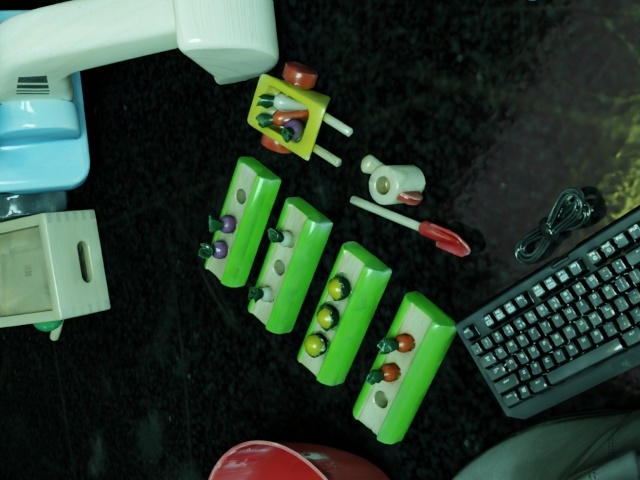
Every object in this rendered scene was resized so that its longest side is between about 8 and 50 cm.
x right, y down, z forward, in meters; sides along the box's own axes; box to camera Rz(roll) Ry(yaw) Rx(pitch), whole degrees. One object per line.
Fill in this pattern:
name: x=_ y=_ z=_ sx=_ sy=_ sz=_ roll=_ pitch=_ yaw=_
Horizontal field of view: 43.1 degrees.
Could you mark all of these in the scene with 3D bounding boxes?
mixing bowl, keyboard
mixing bowl: x=0.006 y=0.224 z=0.593 sx=0.181 sy=0.098 sz=0.181 roll=7 pitch=101 yaw=45
keyboard: x=0.154 y=0.028 z=0.479 sx=0.180 sy=0.023 sz=0.108 roll=-40 pitch=67 yaw=39

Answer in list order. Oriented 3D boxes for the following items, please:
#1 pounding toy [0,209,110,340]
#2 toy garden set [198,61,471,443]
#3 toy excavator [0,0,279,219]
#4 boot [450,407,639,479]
pounding toy: x=-0.297 y=0.045 z=0.889 sx=0.130 sy=0.100 sz=0.141 roll=-9 pitch=91 yaw=31
toy garden set: x=0.000 y=0.000 z=0.608 sx=0.244 sy=0.049 sz=0.203 roll=40 pitch=121 yaw=34
toy excavator: x=-0.288 y=-0.138 z=0.731 sx=0.445 sy=0.433 sz=0.222 roll=175 pitch=89 yaw=-73
boot: x=0.114 y=0.148 z=0.390 sx=0.338 sy=0.223 sz=0.118 roll=-43 pitch=66 yaw=38
